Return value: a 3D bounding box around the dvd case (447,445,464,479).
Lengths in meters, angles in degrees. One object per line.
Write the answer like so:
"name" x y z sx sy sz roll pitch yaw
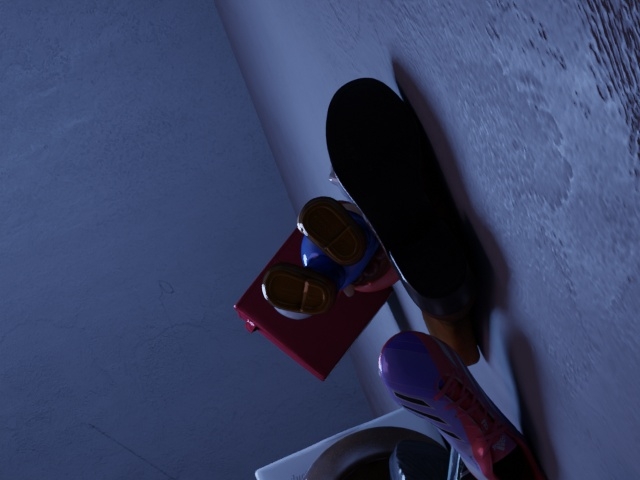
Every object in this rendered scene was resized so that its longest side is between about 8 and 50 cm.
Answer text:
"dvd case" 0.183 0.263 1.503 0.087 0.013 0.119 99 180 -83

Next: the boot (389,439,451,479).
"boot" 0.115 0.572 1.722 0.367 0.146 0.445 -117 47 -63

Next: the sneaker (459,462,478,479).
"sneaker" 0.225 0.351 1.363 0.094 0.081 0.208 71 175 -66

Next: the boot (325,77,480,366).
"boot" 0.102 -0.014 1.224 0.264 0.096 0.280 58 180 21

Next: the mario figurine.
"mario figurine" 0.000 0.000 1.370 0.170 0.198 0.320 67 -168 2

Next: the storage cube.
"storage cube" -0.010 0.105 1.949 0.193 0.215 0.183 38 172 5

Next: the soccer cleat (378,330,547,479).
"soccer cleat" 0.151 0.181 1.184 0.248 0.083 0.095 50 166 -32

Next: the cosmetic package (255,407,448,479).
"cosmetic package" 0.117 0.549 2.074 0.327 0.329 0.393 75 172 -72

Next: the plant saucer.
"plant saucer" 0.109 0.457 1.850 0.050 0.310 0.310 171 77 -79
